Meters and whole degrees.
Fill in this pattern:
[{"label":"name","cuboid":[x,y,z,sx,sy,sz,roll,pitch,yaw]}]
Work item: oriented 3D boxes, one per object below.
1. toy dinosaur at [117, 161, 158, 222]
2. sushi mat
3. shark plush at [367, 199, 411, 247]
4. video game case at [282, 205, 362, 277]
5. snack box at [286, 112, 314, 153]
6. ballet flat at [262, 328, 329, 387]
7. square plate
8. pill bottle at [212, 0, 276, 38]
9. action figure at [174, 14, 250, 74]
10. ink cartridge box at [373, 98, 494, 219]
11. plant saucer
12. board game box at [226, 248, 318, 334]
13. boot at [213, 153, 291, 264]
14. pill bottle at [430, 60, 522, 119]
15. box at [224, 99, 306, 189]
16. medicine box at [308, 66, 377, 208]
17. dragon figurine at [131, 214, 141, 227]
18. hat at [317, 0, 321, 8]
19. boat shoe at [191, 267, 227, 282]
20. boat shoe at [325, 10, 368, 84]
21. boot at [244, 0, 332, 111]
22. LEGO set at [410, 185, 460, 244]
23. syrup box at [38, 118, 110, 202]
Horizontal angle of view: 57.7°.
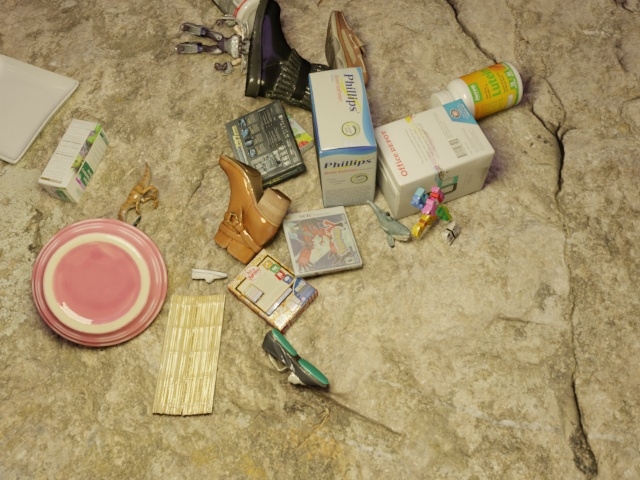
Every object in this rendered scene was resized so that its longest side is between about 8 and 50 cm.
[{"label":"toy dinosaur","cuboid":[-0.521,-0.147,1.693,0.112,0.064,0.211,18,66,14]},{"label":"sushi mat","cuboid":[-0.333,0.286,1.488,0.152,0.019,0.316,1,64,3]},{"label":"shark plush","cuboid":[0.194,-0.060,1.600,0.073,0.067,0.161,-26,65,-9]},{"label":"video game case","cuboid":[0.000,0.000,1.582,0.184,0.023,0.201,-9,57,-10]},{"label":"snack box","cuboid":[-0.102,-0.314,1.763,0.100,0.037,0.141,-36,66,-13]},{"label":"ballet flat","cuboid":[-0.069,0.308,1.439,0.203,0.074,0.074,42,73,14]},{"label":"square plate","cuboid":[-1.004,-0.425,1.871,0.344,0.049,0.347,21,67,14]},{"label":"pill bottle","cuboid":[-0.278,-0.829,1.963,0.161,0.161,0.283,-32,65,-12]},{"label":"action figure","cuboid":[-0.329,-0.637,1.887,0.285,0.099,0.185,16,106,23]},{"label":"ink cartridge box","cuboid":[0.295,-0.220,1.601,0.270,0.197,0.198,-19,64,-6]},{"label":"plant saucer","cuboid":[-0.560,0.107,1.475,0.333,0.084,0.331,0,89,-12]},{"label":"board game box","cuboid":[-0.126,0.133,1.536,0.194,0.045,0.147,37,71,19]},{"label":"boot","cuboid":[-0.228,-0.091,1.605,0.283,0.109,0.220,40,104,20]},{"label":"pill bottle","cuboid":[0.459,-0.430,1.729,0.246,0.136,0.136,-21,64,-7]},{"label":"box","cuboid":[-0.163,-0.275,1.705,0.184,0.059,0.232,-23,68,7]},{"label":"medicine box","cuboid":[0.060,-0.274,1.591,0.149,0.289,0.263,-8,63,0]},{"label":"dragon figurine","cuboid":[-0.569,0.065,1.575,0.289,0.085,0.144,-36,69,-9]},{"label":"hat","cuboid":[0.081,-0.935,2.070,0.209,0.183,0.172,-4,62,-46]},{"label":"boat shoe","cuboid":[-0.302,0.098,1.576,0.100,0.035,0.035,6,91,3]},{"label":"boat shoe","cuboid":[0.085,-0.605,1.861,0.117,0.123,0.324,-1,63,-11]},{"label":"boot","cuboid":[-0.088,-0.567,1.782,0.260,0.131,0.347,7,82,-13]},{"label":"LEGO set","cuboid":[0.284,-0.054,1.527,0.087,0.227,0.093,27,77,37]},{"label":"syrup box","cuboid":[-0.732,-0.238,1.735,0.097,0.093,0.236,12,65,9]}]
